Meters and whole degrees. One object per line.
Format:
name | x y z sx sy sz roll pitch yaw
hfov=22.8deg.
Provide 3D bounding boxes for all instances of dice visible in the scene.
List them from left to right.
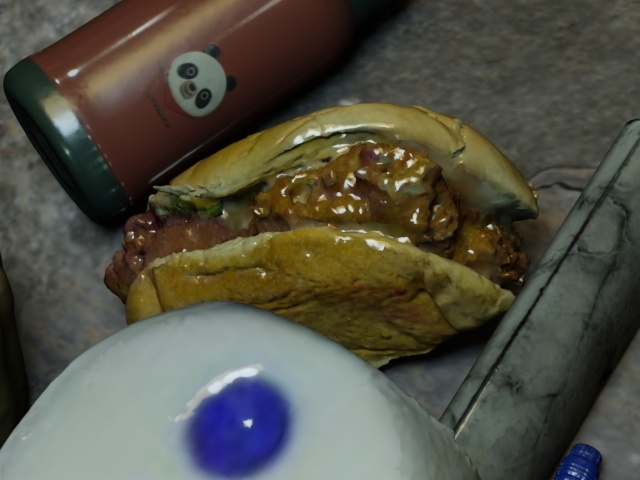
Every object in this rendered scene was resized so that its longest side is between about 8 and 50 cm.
dice | -0.057 0.203 0.946 0.243 0.259 0.251 24 65 24

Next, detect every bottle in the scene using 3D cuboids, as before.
bottle | -0.074 -0.157 1.259 0.336 0.144 0.144 -34 56 -12

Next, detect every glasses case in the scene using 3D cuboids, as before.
glasses case | 0.163 0.060 1.072 0.060 0.114 0.299 17 62 37

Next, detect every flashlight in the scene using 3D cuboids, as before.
flashlight | 0.155 0.188 1.039 0.035 0.057 0.121 37 59 -7

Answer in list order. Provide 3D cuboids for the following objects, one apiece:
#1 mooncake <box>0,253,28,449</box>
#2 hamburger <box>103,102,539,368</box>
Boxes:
mooncake | -0.354 0.075 1.108 0.290 0.161 0.290 2 36 -1
hamburger | 0.000 0.000 1.120 0.282 0.245 0.155 12 55 -9
